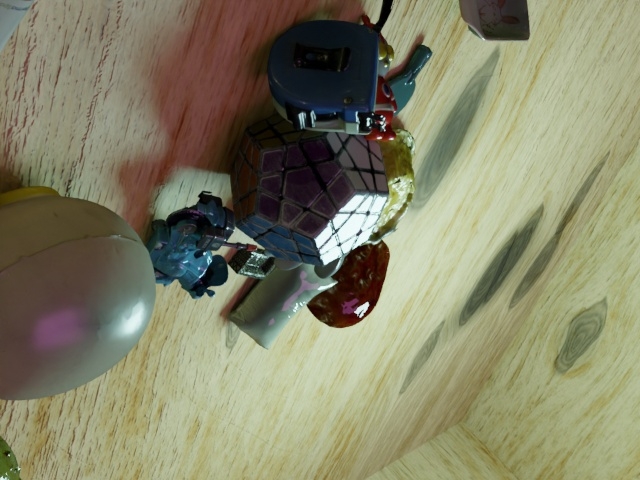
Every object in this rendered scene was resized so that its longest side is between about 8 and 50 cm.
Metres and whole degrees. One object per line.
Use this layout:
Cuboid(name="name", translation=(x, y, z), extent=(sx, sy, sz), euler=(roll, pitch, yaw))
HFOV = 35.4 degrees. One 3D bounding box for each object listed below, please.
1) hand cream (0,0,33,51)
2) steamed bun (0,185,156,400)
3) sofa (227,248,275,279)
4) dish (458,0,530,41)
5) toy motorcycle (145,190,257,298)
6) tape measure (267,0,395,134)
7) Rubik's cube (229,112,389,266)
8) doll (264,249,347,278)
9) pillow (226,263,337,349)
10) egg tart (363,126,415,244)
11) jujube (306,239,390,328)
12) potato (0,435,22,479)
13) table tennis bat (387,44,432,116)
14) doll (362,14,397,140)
Cuboid(name="hand cream", translation=(-0.421, -0.321, 1.290), extent=(0.248, 0.083, 0.133), euler=(-47, 154, 25))
Cuboid(name="steamed bun", translation=(-0.437, 0.088, 1.576), extent=(0.374, 0.334, 0.334), euler=(-6, 134, -53))
Cuboid(name="sofa", translation=(-0.149, 0.050, 2.241), extent=(0.060, 0.039, 0.118), euler=(-52, 153, 11))
Cuboid(name="dish", translation=(0.353, -0.493, 2.119), extent=(0.234, 0.064, 0.154), euler=(-12, 97, -48))
Cuboid(name="toy motorcycle", translation=(-0.242, 0.019, 1.937), extent=(0.182, 0.123, 0.272), euler=(10, 143, -27))
Cuboid(name="tape measure", translation=(0.023, -0.353, 1.820), extent=(0.098, 0.215, 0.351), euler=(84, 11, -58))
Cuboid(name="Rubik's cube", translation=(-0.024, -0.107, 1.942), extent=(0.319, 0.319, 0.264), euler=(69, 43, -62))
Cuboid(name="doll", translation=(-0.018, -0.004, 2.148), extent=(0.195, 0.153, 0.258), euler=(10, 155, -23))
Cuboid(name="pillow", translation=(-0.089, 0.137, 2.360), extent=(0.144, 0.078, 0.254), euler=(41, 99, -20))
Cuboid(name="egg tart", translation=(0.112, -0.106, 2.300), extent=(0.345, 0.132, 0.345), euler=(-34, 149, -24))
Cuboid(name="jujube", translation=(0.072, 0.093, 2.479), extent=(0.255, 0.190, 0.190), euler=(-53, 156, -16))
Cuboid(name="potato", translation=(-0.709, 0.483, 1.857), extent=(0.270, 0.219, 0.359), euler=(0, 137, -43))
Cuboid(name="table tennis bat", translation=(0.178, -0.337, 2.175), extent=(0.124, 0.033, 0.201), euler=(-8, 138, -54))
Cuboid(name="doll", translation=(0.103, -0.313, 1.928), extent=(0.142, 0.076, 0.245), euler=(-3, 89, -60))
